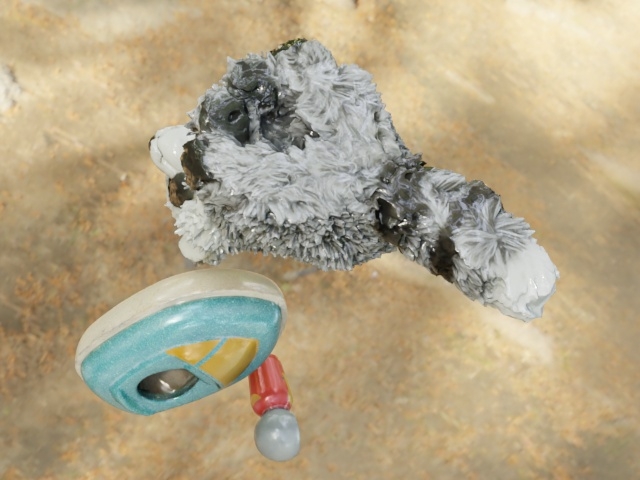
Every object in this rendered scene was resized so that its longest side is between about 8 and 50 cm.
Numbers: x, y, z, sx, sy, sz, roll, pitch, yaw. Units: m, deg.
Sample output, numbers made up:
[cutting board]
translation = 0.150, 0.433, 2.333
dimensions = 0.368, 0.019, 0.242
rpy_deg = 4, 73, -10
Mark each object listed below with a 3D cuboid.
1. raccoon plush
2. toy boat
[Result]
[raccoon plush]
translation = 0.000, 0.000, 1.214
dimensions = 0.446, 0.299, 0.216
rpy_deg = 45, 67, 11
[toy boat]
translation = -0.124, 0.163, 1.396
dimensions = 0.318, 0.267, 0.148
rpy_deg = 41, 27, -47
